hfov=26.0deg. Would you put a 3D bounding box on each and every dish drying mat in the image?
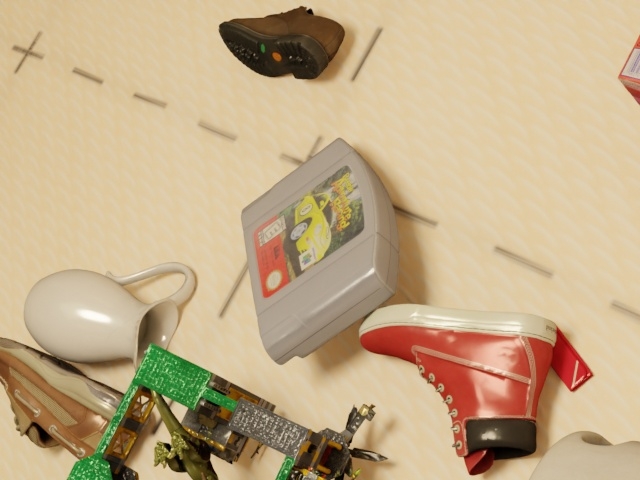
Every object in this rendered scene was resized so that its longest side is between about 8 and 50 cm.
[{"bbox_3d":[0.263,0.126,1.512,0.032,0.008,0.083,-43,49,12],"label":"dish drying mat"}]

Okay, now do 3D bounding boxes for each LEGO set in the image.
[{"bbox_3d":[-0.103,0.272,1.596,0.331,0.192,0.255,12,77,30],"label":"LEGO set"}]

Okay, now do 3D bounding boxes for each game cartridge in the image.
[{"bbox_3d":[0.000,0.000,1.695,0.196,0.060,0.294,-33,36,14],"label":"game cartridge"}]

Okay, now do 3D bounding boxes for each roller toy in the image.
[{"bbox_3d":[0.273,0.283,1.304,0.146,0.209,0.191,8,37,39],"label":"roller toy"}]

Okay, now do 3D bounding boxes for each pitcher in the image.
[{"bbox_3d":[-0.283,0.090,1.877,0.207,0.125,0.178,11,53,29],"label":"pitcher"}]

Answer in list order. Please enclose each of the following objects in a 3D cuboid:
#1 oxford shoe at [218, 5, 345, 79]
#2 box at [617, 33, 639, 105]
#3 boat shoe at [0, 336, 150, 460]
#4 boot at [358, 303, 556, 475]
[{"bbox_3d":[-0.051,-0.281,1.924,0.227,0.083,0.096,18,56,43],"label":"oxford shoe"},{"bbox_3d":[0.482,-0.166,1.411,0.300,0.142,0.154,21,81,41],"label":"box"},{"bbox_3d":[-0.369,0.218,1.863,0.324,0.123,0.116,20,82,43],"label":"boat shoe"},{"bbox_3d":[0.135,0.166,1.540,0.244,0.088,0.176,2,73,37],"label":"boot"}]
